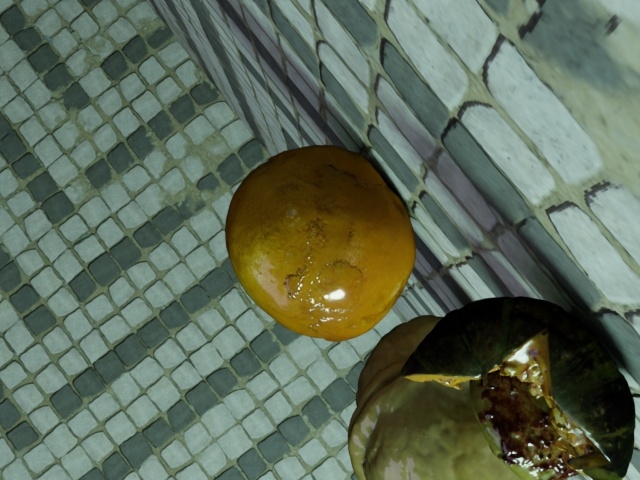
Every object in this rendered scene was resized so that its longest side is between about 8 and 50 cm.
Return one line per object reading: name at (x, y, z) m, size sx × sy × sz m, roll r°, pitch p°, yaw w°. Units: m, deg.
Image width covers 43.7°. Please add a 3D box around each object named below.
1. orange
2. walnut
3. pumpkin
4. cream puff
orange at (0.000, 0.000, 0.971) m, size 0.240 × 0.240 × 0.240 m, roll 52°, pitch 178°, yaw 3°
walnut at (0.168, 0.255, 1.051) m, size 0.251 × 0.277 × 0.313 m, roll 3°, pitch 138°, yaw 33°
pumpkin at (0.167, 0.102, 0.622) m, size 0.183 × 0.108 × 0.119 m, roll 29°, pitch 180°, yaw 17°
cream puff at (0.201, 0.152, 0.730) m, size 0.149 × 0.084 × 0.149 m, roll 36°, pitch -147°, yaw -28°
